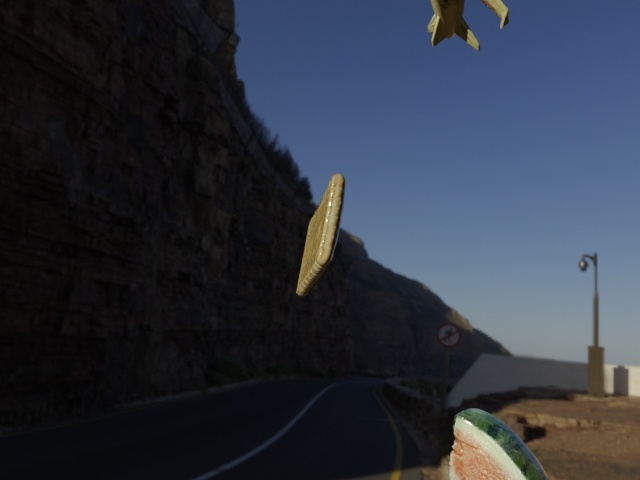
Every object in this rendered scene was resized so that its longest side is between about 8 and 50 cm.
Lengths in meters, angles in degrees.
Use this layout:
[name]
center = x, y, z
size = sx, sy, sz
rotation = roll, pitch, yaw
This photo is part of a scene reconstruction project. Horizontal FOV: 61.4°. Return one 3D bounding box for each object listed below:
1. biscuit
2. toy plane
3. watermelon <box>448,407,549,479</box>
[biscuit]
center = 0.000, 0.000, 1.257
size = 0.044, 0.217, 0.325
rotation = 11, -21, -7
[toy plane]
center = 0.181, -0.393, 0.783
size = 0.229, 0.092, 0.244
rotation = 41, -18, 37
[watermelon]
center = 0.412, 0.549, 1.272
size = 0.213, 0.201, 0.261
rotation = 20, 21, -50
